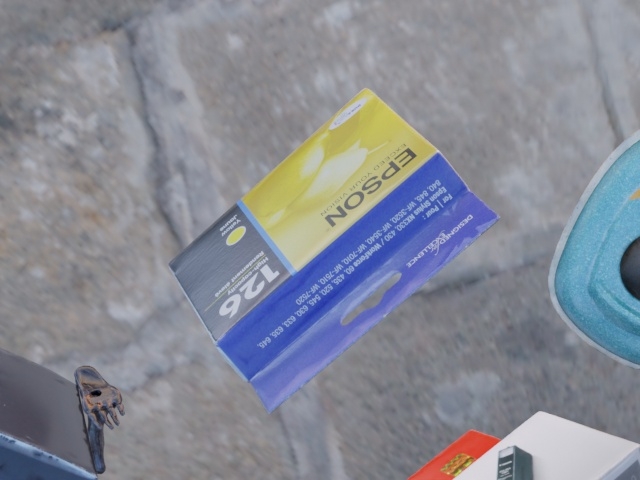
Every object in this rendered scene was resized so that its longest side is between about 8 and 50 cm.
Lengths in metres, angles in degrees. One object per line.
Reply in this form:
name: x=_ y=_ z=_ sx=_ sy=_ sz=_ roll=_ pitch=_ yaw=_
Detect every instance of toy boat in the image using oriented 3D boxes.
toy boat: x=0.388 y=0.028 z=1.670 sx=0.318 sy=0.148 sz=0.267 roll=31 pitch=99 yaw=3

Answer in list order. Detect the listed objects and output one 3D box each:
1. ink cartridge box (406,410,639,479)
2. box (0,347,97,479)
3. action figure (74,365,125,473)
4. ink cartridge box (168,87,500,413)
ink cartridge box: x=0.099 y=0.236 z=1.484 sx=0.275 sy=0.060 sz=0.239 roll=-35 pitch=27 yaw=-26
box: x=-0.222 y=0.175 z=1.033 sx=0.108 sy=0.153 sz=0.207 roll=25 pitch=100 yaw=-17
action figure: x=-0.263 y=0.261 z=1.790 sx=0.164 sy=0.276 sz=0.141 roll=-1 pitch=40 yaw=-10
ink cartridge box: x=0.000 y=0.000 z=1.875 sx=0.303 sy=0.072 sz=0.307 roll=-41 pitch=26 yaw=-1
